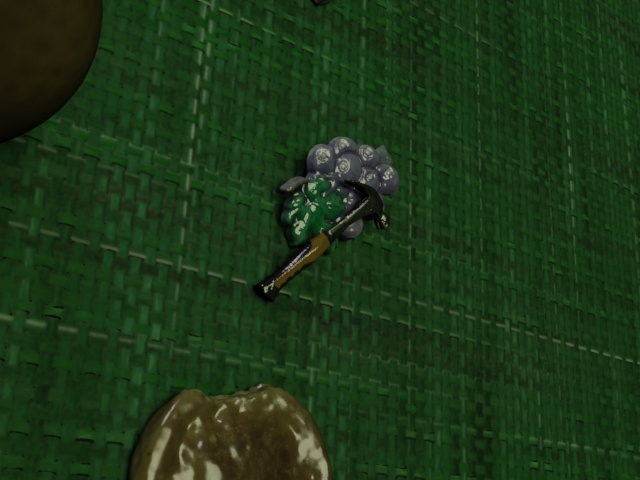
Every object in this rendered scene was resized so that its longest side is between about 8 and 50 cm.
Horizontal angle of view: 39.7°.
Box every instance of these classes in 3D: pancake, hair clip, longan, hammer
[{"bbox_3d":[-0.081,0.247,0.895,0.236,0.042,0.222,25,59,-33],"label":"pancake"},{"bbox_3d":[0.018,-0.062,1.081,0.195,0.052,0.124,-42,109,-33],"label":"hair clip"},{"bbox_3d":[-0.303,-0.195,0.711,0.258,0.258,0.258,14,68,-36],"label":"longan"},{"bbox_3d":[0.000,0.000,1.028,0.201,0.021,0.078,-39,115,-28],"label":"hammer"}]

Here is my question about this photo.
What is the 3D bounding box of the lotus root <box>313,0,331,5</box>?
[{"bbox_3d":[0.014,-0.406,1.164,0.143,0.070,0.144,53,50,-15],"label":"lotus root"}]
